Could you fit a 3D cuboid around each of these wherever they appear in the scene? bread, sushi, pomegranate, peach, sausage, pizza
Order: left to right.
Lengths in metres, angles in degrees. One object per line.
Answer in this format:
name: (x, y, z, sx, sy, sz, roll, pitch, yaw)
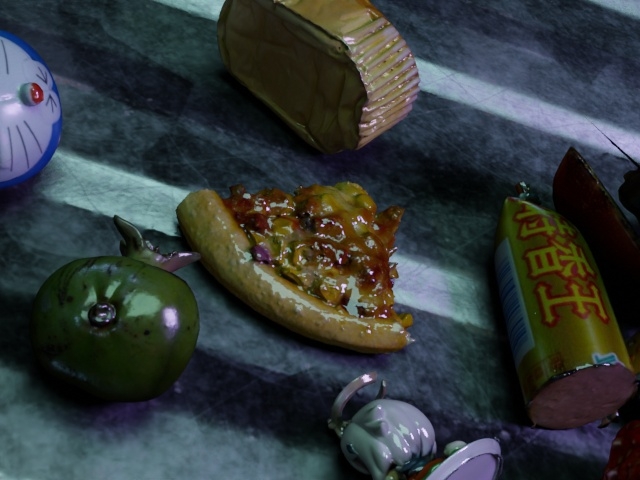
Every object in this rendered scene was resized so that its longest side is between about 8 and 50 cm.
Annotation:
pomegranate: (-0.177, 0.059, 0.932, 0.152, 0.131, 0.191, 23, 37, 2)
bread: (0.000, -0.225, 1.232, 0.250, 0.179, 0.133, 35, 53, 21)
pizza: (0.000, 0.000, 1.092, 0.289, 0.081, 0.229, 32, 45, 9)
sausage: (0.264, 0.055, 1.129, 0.125, 0.117, 0.317, 16, 45, -21)
peach: (0.333, -0.020, 1.195, 0.279, 0.068, 0.189, 36, 20, -47)
sushi: (0.423, 0.008, 1.141, 0.292, 0.059, 0.294, 51, 16, 32)

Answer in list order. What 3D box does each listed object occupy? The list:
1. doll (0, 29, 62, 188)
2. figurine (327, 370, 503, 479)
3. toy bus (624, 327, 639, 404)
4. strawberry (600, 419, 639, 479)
doll: (-0.386, -0.123, 0.986, 0.256, 0.161, 0.215, -21, 88, -23)
figurine: (0.077, 0.191, 0.938, 0.132, 0.132, 0.153, -19, 46, -35)
toy bus: (0.439, 0.144, 1.090, 0.209, 0.136, 0.126, 33, 24, 9)
strawberry: (0.367, 0.297, 0.904, 0.261, 0.258, 0.261, 13, 15, -3)
